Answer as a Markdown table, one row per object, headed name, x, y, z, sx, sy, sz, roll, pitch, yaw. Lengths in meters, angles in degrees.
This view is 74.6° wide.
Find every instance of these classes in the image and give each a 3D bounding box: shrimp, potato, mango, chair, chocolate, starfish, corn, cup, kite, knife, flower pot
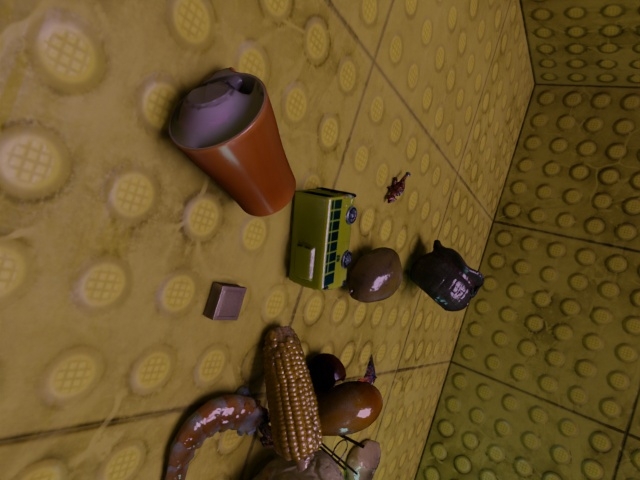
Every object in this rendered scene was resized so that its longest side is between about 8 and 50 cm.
| name | x | y | z | sx | sy | sz | roll | pitch | yaw |
| --- | --- | --- | --- | --- | --- | --- | --- | --- | --- |
| shrimp | -0.256 | 0.461 | 0.971 | 0.287 | 0.068 | 0.185 | -45 | 132 | -27 |
| potato | 0.182 | 0.123 | 1.399 | 0.251 | 0.159 | 0.175 | -22 | 98 | -40 |
| mango | 0.042 | 0.537 | 1.306 | 0.315 | 0.146 | 0.193 | -20 | 167 | -6 |
| chair | 0.028 | 0.660 | 1.356 | 0.095 | 0.221 | 0.104 | 9 | 97 | -46 |
| chocolate | 0.019 | 0.423 | 1.325 | 0.133 | 0.124 | 0.128 | 83 | 20 | -71 |
| starfish | -0.092 | 0.545 | 1.154 | 0.074 | 0.189 | 0.147 | -46 | 132 | -51 |
| corn | -0.076 | 0.394 | 1.067 | 0.130 | 0.130 | 0.348 | 13 | 59 | -56 |
| cup | -0.148 | -0.187 | 0.801 | 0.264 | 0.182 | 0.227 | 62 | 22 | -55 |
| kite | 0.193 | 0.591 | 1.741 | 0.183 | 0.014 | 0.242 | 27 | 82 | -55 |
| knife | -0.193 | 0.447 | 1.107 | 0.044 | 0.023 | 0.162 | -34 | 130 | -41 |
| flower pot | 0.540 | 0.163 | 1.809 | 0.213 | 0.302 | 0.301 | -49 | 146 | 5 |

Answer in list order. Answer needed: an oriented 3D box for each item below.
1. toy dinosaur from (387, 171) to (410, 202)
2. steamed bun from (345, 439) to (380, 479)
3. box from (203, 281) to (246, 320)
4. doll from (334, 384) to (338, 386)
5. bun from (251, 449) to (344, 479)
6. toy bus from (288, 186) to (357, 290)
| name | x | y | z | sx | sy | sz | roll | pitch | yaw |
| --- | --- | --- | --- | --- | --- | --- | --- | --- | --- |
| toy dinosaur | 0.279 | -0.192 | 1.496 | 0.154 | 0.049 | 0.055 | -52 | 139 | -21 |
| steamed bun | 0.187 | 0.982 | 1.818 | 0.232 | 0.110 | 0.212 | -64 | 145 | -19 |
| box | -0.210 | 0.136 | 0.939 | 0.083 | 0.035 | 0.080 | 19 | 88 | -57 |
| doll | 0.090 | 0.582 | 1.525 | 0.117 | 0.086 | 0.291 | -40 | 144 | 4 |
| bun | -0.092 | 0.736 | 1.164 | 0.352 | 0.349 | 0.227 | -39 | 91 | -24 |
| toy bus | 0.000 | 0.000 | 1.105 | 0.150 | 0.127 | 0.263 | -13 | 113 | -52 |
